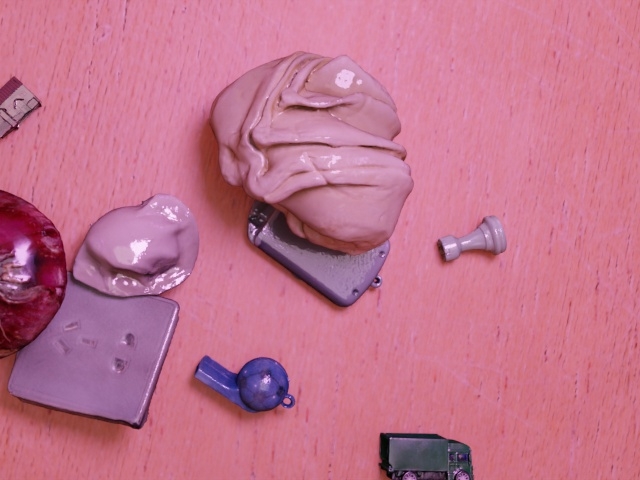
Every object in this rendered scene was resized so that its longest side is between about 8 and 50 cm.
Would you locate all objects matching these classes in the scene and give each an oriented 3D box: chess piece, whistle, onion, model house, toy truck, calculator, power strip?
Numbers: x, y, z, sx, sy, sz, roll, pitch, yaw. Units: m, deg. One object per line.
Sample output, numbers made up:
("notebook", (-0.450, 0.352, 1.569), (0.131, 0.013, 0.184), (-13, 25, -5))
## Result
("chess piece", (0.249, 0.003, 1.270), (0.103, 0.067, 0.067), (-17, 91, -3))
("whistle", (-0.105, 0.210, 1.174), (0.158, 0.090, 0.090), (36, 81, -8))
("onion", (-0.467, 0.050, 1.053), (0.246, 0.190, 0.247), (-1, 83, 7))
("model house", (-0.460, -0.195, 1.129), (0.058, 0.057, 0.083), (45, 82, -12))
("toy truck", (0.172, 0.354, 1.236), (0.147, 0.065, 0.079), (5, 83, -10))
("calculator", (0.000, 0.000, 1.222), (0.246, 0.045, 0.141), (36, 81, -8))
("power strip", (-0.327, 0.162, 1.130), (0.213, 0.064, 0.198), (15, 72, 5))

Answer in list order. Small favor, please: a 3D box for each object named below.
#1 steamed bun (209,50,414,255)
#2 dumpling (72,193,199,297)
("steamed bun", (0.007, -0.138, 1.107), (0.275, 0.203, 0.289), (-3, 60, -39))
("dumpling", (-0.266, 0.014, 1.130), (0.176, 0.092, 0.150), (-35, 80, -36))
